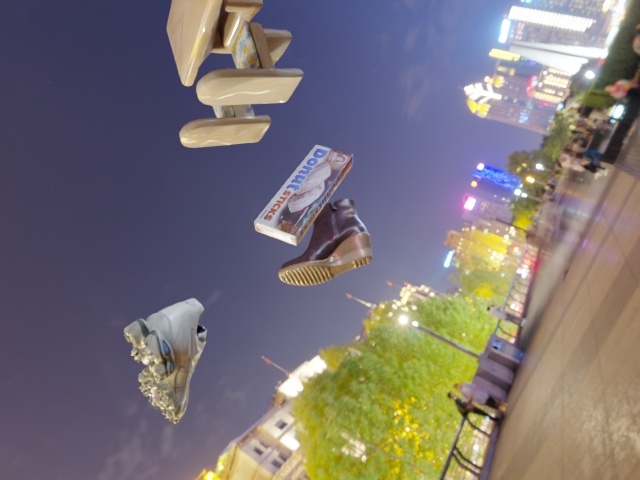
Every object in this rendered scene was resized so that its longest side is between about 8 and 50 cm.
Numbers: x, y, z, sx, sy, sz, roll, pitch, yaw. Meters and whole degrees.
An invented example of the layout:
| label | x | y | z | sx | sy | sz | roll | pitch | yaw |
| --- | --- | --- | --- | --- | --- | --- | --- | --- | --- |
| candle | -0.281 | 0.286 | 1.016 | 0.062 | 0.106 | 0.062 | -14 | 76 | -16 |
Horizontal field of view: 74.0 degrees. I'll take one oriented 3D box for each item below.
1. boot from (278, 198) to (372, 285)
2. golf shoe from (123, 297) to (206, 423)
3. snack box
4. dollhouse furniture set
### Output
| label | x | y | z | sx | sy | sz | roll | pitch | yaw |
| --- | --- | --- | --- | --- | --- | --- | --- | --- | --- |
| boot | 0.000 | 0.000 | 1.102 | 0.248 | 0.207 | 0.090 | -14 | -38 | -3 |
| golf shoe | -0.158 | 0.138 | 0.479 | 0.086 | 0.069 | 0.176 | -38 | -27 | -42 |
| snack box | -0.019 | -0.070 | 0.600 | 0.178 | 0.064 | 0.022 | -57 | -24 | -35 |
| dollhouse furniture set | -0.187 | -0.367 | 0.555 | 0.256 | 0.363 | 0.394 | -13 | -9 | -31 |
